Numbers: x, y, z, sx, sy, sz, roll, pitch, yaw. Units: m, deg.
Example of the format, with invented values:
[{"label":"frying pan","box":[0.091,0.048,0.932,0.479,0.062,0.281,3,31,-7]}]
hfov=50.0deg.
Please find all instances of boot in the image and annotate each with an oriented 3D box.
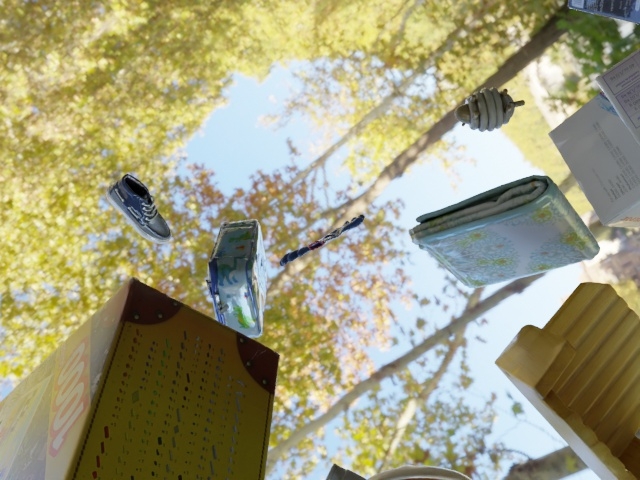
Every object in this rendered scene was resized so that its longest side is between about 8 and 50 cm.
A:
[{"label":"boot","box":[-0.412,-0.071,1.611,0.190,0.086,0.069,43,-132,-21]}]

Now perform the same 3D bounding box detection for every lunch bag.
[{"label":"lunch bag","box":[-0.151,0.075,1.305,0.219,0.090,0.176,-90,-7,-60]}]

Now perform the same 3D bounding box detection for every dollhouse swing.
[{"label":"dollhouse swing","box":[0.582,0.276,1.325,0.347,0.305,0.315,48,178,-3]}]

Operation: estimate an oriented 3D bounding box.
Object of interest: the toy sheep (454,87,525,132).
[{"label":"toy sheep","box":[0.317,-0.245,1.282,0.091,0.132,0.091,-6,-90,-86]}]

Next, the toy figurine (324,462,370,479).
[{"label":"toy figurine","box":[0.037,0.500,1.126,0.148,0.213,0.209,26,-162,9]}]

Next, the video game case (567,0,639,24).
[{"label":"video game case","box":[0.552,-0.457,1.153,0.274,0.026,0.196,30,148,35]}]

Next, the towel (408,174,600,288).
[{"label":"towel","box":[0.450,-0.009,1.691,0.320,0.374,0.090,35,-132,-42]}]

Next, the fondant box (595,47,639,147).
[{"label":"fondant box","box":[0.443,-0.036,0.728,0.238,0.096,0.330,22,-139,-48]}]

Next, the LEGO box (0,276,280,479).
[{"label":"LEGO box","box":[-0.245,0.345,0.644,0.193,0.372,0.500,33,-141,-26]}]

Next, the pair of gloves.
[{"label":"pair of gloves","box":[0.000,0.000,1.449,0.159,0.198,0.023,-29,-88,-44]}]

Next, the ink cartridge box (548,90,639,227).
[{"label":"ink cartridge box","box":[0.569,-0.171,1.128,0.198,0.270,0.197,1,-122,-44]}]

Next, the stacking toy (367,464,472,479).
[{"label":"stacking toy","box":[0.271,0.873,1.805,0.350,0.350,0.480,40,-145,-35]}]
